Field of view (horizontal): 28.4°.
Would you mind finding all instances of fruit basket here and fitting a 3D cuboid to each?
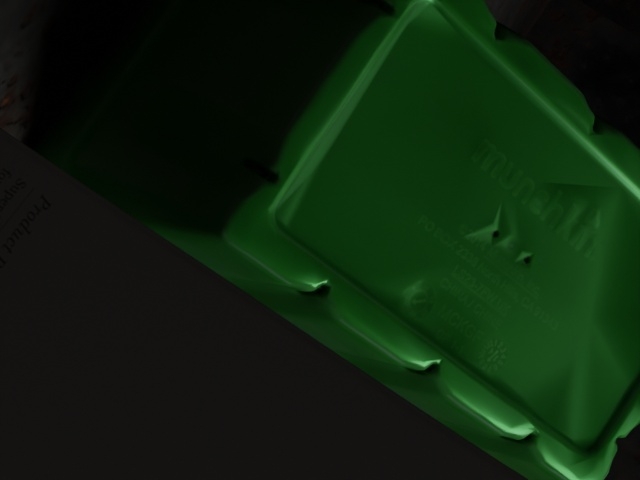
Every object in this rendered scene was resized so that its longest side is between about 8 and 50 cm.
[{"bbox_3d":[0.008,-0.023,0.783,0.283,0.392,0.392,-56,174,-4],"label":"fruit basket"}]

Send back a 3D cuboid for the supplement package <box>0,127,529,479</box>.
[{"bbox_3d":[-0.095,0.090,0.461,0.177,0.293,0.175,-55,173,-13],"label":"supplement package"}]
